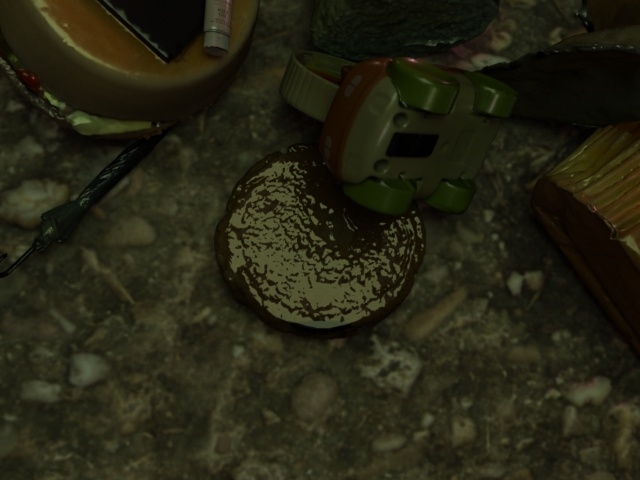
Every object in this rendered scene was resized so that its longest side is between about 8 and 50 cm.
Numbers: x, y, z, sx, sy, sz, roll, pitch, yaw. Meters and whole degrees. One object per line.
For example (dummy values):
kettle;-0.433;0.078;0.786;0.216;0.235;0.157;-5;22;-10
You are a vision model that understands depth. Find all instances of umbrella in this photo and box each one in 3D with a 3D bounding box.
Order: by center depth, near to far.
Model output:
umbrella;-0.239;-0.047;1.284;0.044;0.044;0.269;33;61;27

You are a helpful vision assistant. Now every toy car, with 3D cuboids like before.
toy car;0.065;-0.138;1.280;0.235;0.235;0.145;22;109;-3

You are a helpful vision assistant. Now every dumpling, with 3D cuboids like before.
dumpling;0.311;-0.181;1.293;0.332;0.166;0.086;7;59;12

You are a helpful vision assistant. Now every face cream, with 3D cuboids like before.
face cream;-0.099;-0.236;1.197;0.038;0.020;0.115;13;69;-31

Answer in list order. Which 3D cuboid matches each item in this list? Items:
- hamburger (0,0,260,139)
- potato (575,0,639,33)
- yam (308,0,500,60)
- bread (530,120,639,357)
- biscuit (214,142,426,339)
hamburger;-0.204;-0.252;1.266;0.302;0.170;0.302;6;74;-21
potato;0.463;-0.313;1.329;0.290;0.296;0.397;12;72;-4
yam;0.105;-0.351;1.338;0.201;0.202;0.271;6;72;-30
bread;0.360;0.008;1.270;0.156;0.204;0.288;-37;79;-10
biscuit;0.000;0.000;1.298;0.226;0.042;0.226;2;74;-7
